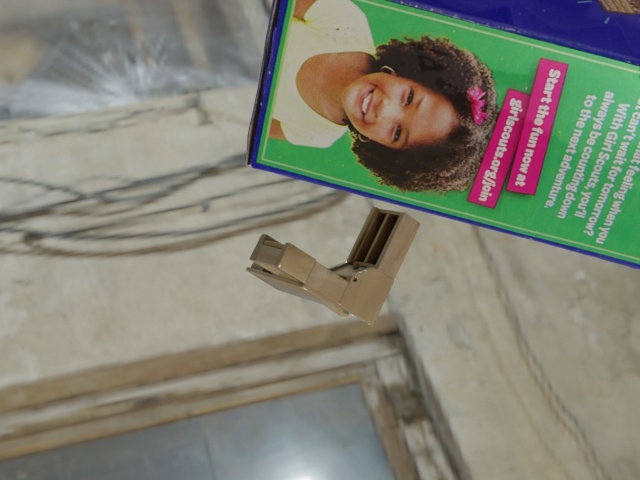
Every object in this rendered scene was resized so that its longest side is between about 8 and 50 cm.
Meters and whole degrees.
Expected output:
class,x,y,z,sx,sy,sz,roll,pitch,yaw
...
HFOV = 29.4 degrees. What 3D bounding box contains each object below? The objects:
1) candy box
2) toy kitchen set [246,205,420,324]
class,x,y,z,sx,sy,sz,roll,pitch,yaw
candy box,0.147,-0.117,0.658,0.268,0.317,0.122,-73,176,-50
toy kitchen set,0.000,0.000,0.772,0.068,0.083,0.075,12,-107,55
